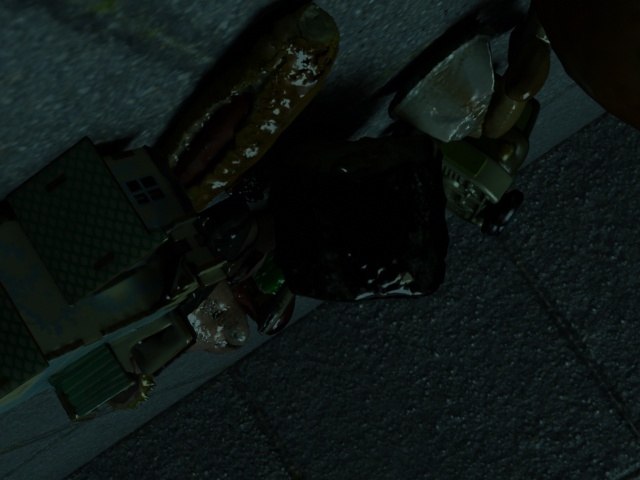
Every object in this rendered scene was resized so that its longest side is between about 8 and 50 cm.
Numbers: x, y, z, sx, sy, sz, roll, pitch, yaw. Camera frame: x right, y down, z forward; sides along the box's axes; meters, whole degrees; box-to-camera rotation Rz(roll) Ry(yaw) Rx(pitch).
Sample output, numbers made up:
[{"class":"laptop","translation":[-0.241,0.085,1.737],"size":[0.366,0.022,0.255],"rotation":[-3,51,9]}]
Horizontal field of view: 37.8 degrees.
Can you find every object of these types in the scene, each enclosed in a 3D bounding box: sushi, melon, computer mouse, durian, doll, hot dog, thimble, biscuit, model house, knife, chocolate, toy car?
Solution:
[{"class":"sushi","translation":[0.042,-0.034,1.047],"size":[0.211,0.171,0.350],"rotation":[0,-174,4]},{"class":"melon","translation":[0.142,-0.169,1.079],"size":[0.139,0.093,0.202],"rotation":[-24,165,-9]},{"class":"computer mouse","translation":[-0.158,0.041,0.961],"size":[0.137,0.086,0.269],"rotation":[-41,-168,-38]},{"class":"durian","translation":[-0.290,0.160,1.315],"size":[0.132,0.165,0.182],"rotation":[8,116,-29]},{"class":"doll","translation":[-0.124,0.064,1.218],"size":[0.303,0.156,0.201],"rotation":[-31,160,-49]},{"class":"hot dog","translation":[-0.076,-0.089,0.784],"size":[0.083,0.068,0.289],"rotation":[-35,175,-45]},{"class":"thimble","translation":[-0.054,0.021,1.436],"size":[0.130,0.090,0.118],"rotation":[-31,173,-9]},{"class":"biscuit","translation":[0.238,-0.211,1.076],"size":[0.208,0.047,0.164],"rotation":[83,25,-83]},{"class":"model house","translation":[-0.227,0.062,0.736],"size":[0.271,0.178,0.206],"rotation":[-35,171,39]},{"class":"sushi","translation":[-0.078,-0.064,0.986],"size":[0.050,0.047,0.099],"rotation":[-30,170,1]},{"class":"knife","translation":[-0.006,-0.003,1.275],"size":[0.365,0.043,0.089],"rotation":[-57,169,-45]},{"class":"chocolate","translation":[-0.099,0.092,1.539],"size":[0.127,0.133,0.124],"rotation":[-32,176,11]},{"class":"toy car","translation":[0.226,-0.141,1.331],"size":[0.198,0.204,0.248],"rotation":[-55,172,-7]}]

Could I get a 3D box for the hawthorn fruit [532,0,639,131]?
[{"class":"hawthorn fruit","translation":[0.364,-0.205,0.680],"size":[0.403,0.403,0.403],"rotation":[-32,172,-5]}]
